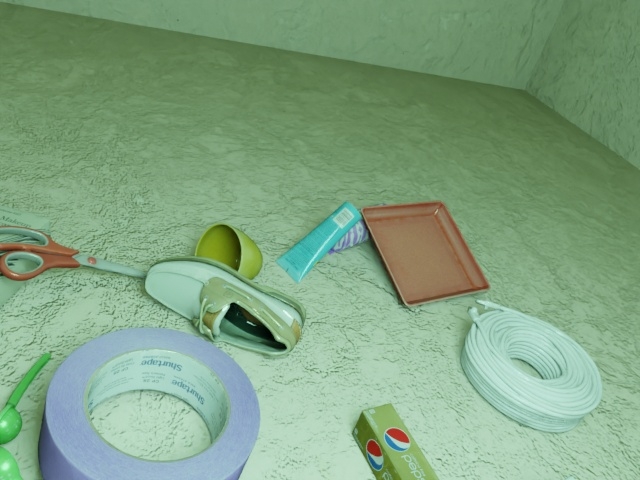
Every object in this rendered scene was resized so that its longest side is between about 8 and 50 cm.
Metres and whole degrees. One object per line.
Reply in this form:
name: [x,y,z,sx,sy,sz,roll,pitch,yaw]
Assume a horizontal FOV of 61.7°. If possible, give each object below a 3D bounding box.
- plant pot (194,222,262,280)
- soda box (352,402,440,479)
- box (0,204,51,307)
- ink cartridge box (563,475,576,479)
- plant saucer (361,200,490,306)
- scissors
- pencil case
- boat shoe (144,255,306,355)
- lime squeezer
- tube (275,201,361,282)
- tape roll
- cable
plant pot: [-0.171,0.039,1.069,0.134,0.134,0.095,42,17,34]
soda box: [0.118,0.335,0.790,0.058,0.061,0.181,-4,38,-29]
box: [-0.571,0.054,0.889,0.113,0.094,0.275,15,33,-3]
ink cartridge box: [0.275,0.403,0.696,0.175,0.128,0.072,-12,44,-34]
plant saucer: [0.236,0.030,1.246,0.258,0.048,0.259,-7,61,-30]
scissors: [-0.429,0.026,0.957,0.297,0.021,0.109,5,46,-49]
pencil case: [0.097,-0.032,1.306,0.206,0.088,0.086,-15,47,-40]
boat shoe: [-0.175,0.115,0.948,0.302,0.113,0.103,17,27,0]
lime squeezer: [-0.388,0.258,0.699,0.109,0.059,0.310,-8,39,-31]
tube: [0.000,0.000,1.178,0.207,0.052,0.080,-42,52,-11]
tape roll: [-0.224,0.243,0.724,0.274,0.090,0.275,18,29,-10]
cable: [0.397,0.242,1.024,0.256,0.089,0.257,16,34,0]
